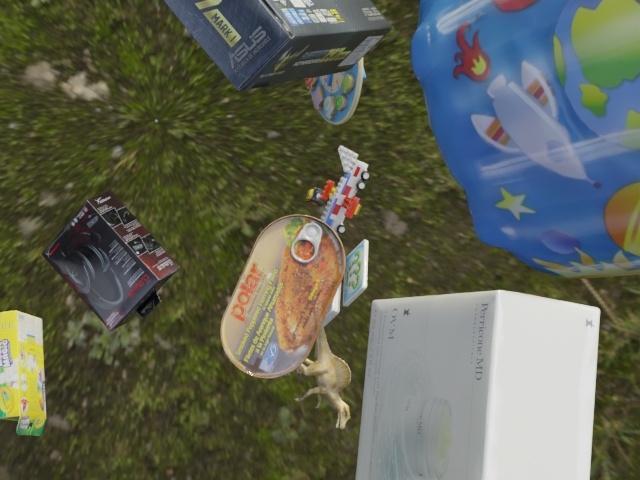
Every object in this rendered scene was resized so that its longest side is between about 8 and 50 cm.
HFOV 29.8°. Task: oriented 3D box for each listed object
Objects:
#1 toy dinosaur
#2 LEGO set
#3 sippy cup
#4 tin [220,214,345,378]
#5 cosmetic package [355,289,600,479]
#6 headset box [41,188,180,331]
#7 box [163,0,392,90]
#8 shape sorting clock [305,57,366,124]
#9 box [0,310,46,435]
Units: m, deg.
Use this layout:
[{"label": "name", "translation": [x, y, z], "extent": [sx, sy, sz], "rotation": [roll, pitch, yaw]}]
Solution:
[{"label": "toy dinosaur", "translation": [-0.001, 0.189, 1.782], "extent": [0.092, 0.053, 0.183], "rotation": [-8, 104, 23]}, {"label": "LEGO set", "translation": [0.000, 0.000, 1.565], "extent": [0.060, 0.182, 0.244], "rotation": [22, 49, -21]}, {"label": "sippy cup", "translation": [0.170, -0.085, 0.499], "extent": [0.240, 0.224, 0.306], "rotation": [25, 57, -44]}, {"label": "tin", "translation": [-0.043, 0.062, 1.351], "extent": [0.106, 0.040, 0.190], "rotation": [25, 89, -6]}, {"label": "cosmetic package", "translation": [0.154, 0.173, 1.225], "extent": [0.138, 0.224, 0.224], "rotation": [11, 79, -31]}, {"label": "headset box", "translation": [-0.144, 0.017, 0.838], "extent": [0.083, 0.032, 0.062], "rotation": [49, 119, 4]}, {"label": "box", "translation": [-0.054, -0.202, 0.872], "extent": [0.059, 0.232, 0.183], "rotation": [-42, 84, 21]}, {"label": "shape sorting clock", "translation": [0.015, -0.275, 1.788], "extent": [0.040, 0.206, 0.206], "rotation": [-9, 97, -18]}, {"label": "box", "translation": [-0.445, 0.200, 1.782], "extent": [0.043, 0.105, 0.179], "rotation": [-8, 77, 7]}]
